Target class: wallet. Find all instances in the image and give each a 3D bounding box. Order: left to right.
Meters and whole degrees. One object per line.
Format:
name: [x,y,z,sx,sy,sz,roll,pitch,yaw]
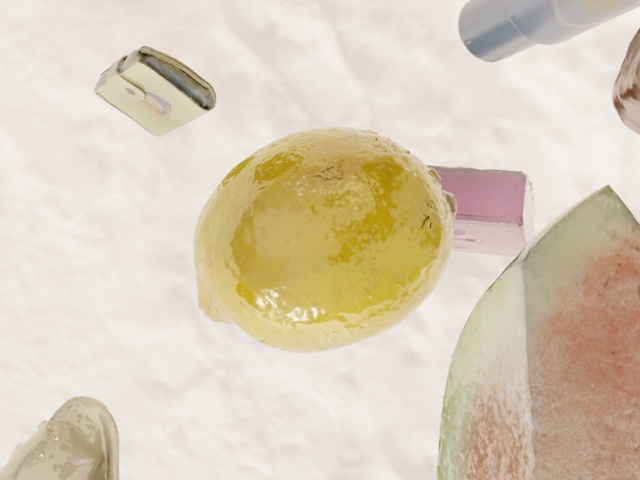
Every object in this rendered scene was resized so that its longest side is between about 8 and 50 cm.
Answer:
wallet: [-0.194,-0.175,1.581,0.110,0.155,0.039,35,68,-21]

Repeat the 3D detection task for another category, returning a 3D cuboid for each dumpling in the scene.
dumpling: [-0.241,0.244,1.294,0.134,0.100,0.169,37,62,7]

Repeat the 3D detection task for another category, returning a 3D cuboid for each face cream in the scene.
face cream: [0.251,-0.241,1.187,0.135,0.385,0.086,27,69,-21]

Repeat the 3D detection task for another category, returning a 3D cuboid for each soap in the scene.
soap: [0.146,-0.041,1.782,0.259,0.181,0.081,4,76,12]

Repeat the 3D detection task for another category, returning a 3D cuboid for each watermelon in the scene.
watermelon: [0.187,0.112,0.890,0.193,0.310,0.232,-6,52,-17]

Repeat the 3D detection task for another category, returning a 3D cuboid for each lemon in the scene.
lemon: [0.004,-0.002,1.408,0.263,0.236,0.236,-30,100,-25]

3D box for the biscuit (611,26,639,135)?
biscuit: [0.364,-0.203,0.859,0.166,0.342,0.395,39,88,2]
